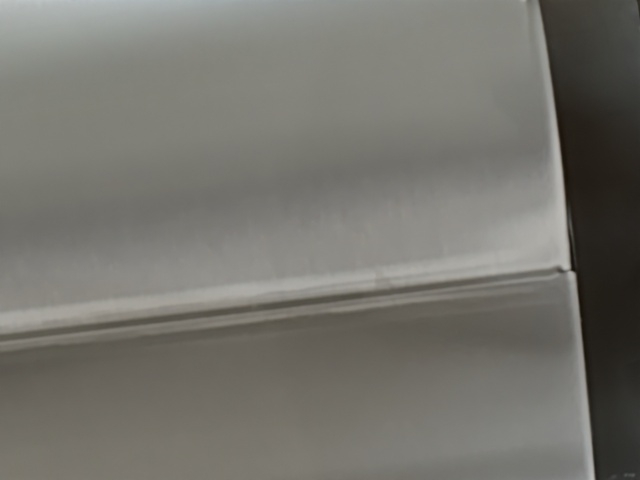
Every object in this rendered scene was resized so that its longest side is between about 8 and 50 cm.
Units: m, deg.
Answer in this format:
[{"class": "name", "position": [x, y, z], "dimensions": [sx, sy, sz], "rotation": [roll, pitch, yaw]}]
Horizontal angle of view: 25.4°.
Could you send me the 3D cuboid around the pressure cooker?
[{"class": "pressure cooker", "position": [0.000, 0.003, 0.501], "dimensions": [0.370, 0.421, 0.375], "rotation": [75, 9, -59]}]
